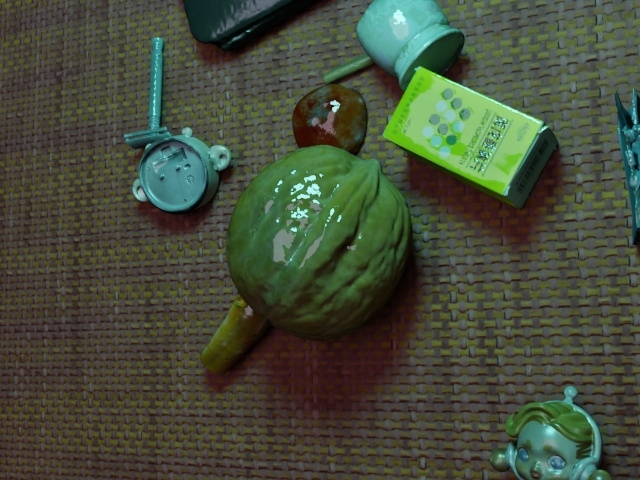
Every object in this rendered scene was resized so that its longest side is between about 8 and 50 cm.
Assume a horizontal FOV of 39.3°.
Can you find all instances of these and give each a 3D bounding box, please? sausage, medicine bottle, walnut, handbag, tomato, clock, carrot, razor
[{"bbox_3d":[0.066,-0.325,1.664,0.132,0.024,0.024,-21,75,21],"label":"sausage"},{"bbox_3d":[0.156,-0.350,1.556,0.147,0.147,0.143,-43,71,15],"label":"medicine bottle"},{"bbox_3d":[0.000,0.000,1.515,0.333,0.333,0.333,-3,82,25],"label":"walnut"},{"bbox_3d":[0.486,-0.109,1.370,0.057,0.144,0.221,-8,79,23],"label":"handbag"},{"bbox_3d":[0.006,-0.221,1.655,0.155,0.069,0.155,-4,81,26],"label":"tomato"},{"bbox_3d":[-0.280,-0.131,1.757,0.229,0.063,0.155,-19,97,20],"label":"clock"},{"bbox_3d":[-0.147,0.165,1.673,0.087,0.087,0.193,38,102,24],"label":"carrot"},{"bbox_3d":[0.251,-0.171,1.494,0.250,0.141,0.137,30,94,26],"label":"medicine bottle"},{"bbox_3d":[-0.336,-0.305,1.841,0.106,0.068,0.232,-5,75,24],"label":"razor"}]

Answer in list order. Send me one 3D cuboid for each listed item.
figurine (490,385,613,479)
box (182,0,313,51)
[{"bbox_3d":[0.374,0.377,1.378,0.194,0.133,0.274,-29,77,44],"label":"figurine"},{"bbox_3d":[-0.130,-0.585,1.755,0.359,0.091,0.350,-25,74,20],"label":"box"}]
